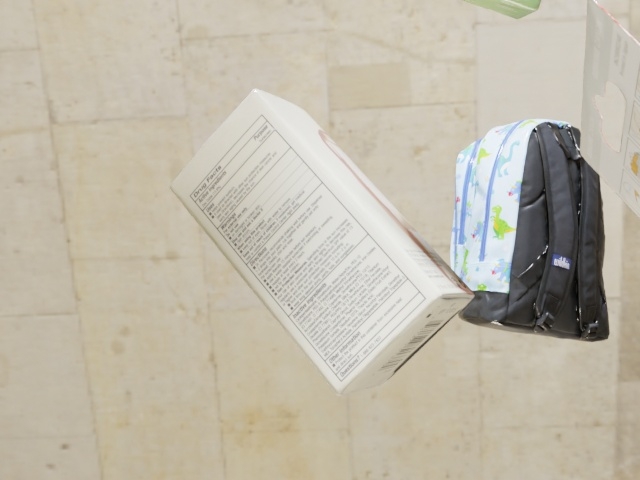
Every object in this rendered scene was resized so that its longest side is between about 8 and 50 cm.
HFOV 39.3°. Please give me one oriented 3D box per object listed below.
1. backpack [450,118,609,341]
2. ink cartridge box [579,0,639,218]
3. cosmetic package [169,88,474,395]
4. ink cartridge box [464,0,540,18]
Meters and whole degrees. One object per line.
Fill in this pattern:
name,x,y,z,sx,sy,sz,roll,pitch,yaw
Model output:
backpack,0.351,-0.030,1.508,0.273,0.290,0.356,13,94,57
ink cartridge box,0.232,-0.015,0.472,0.232,0.066,0.189,61,-178,25
cosmetic package,0.000,0.000,0.947,0.296,0.153,0.129,50,-163,19
ink cartridge box,0.151,-0.348,0.846,0.056,0.171,0.235,-162,88,-82
